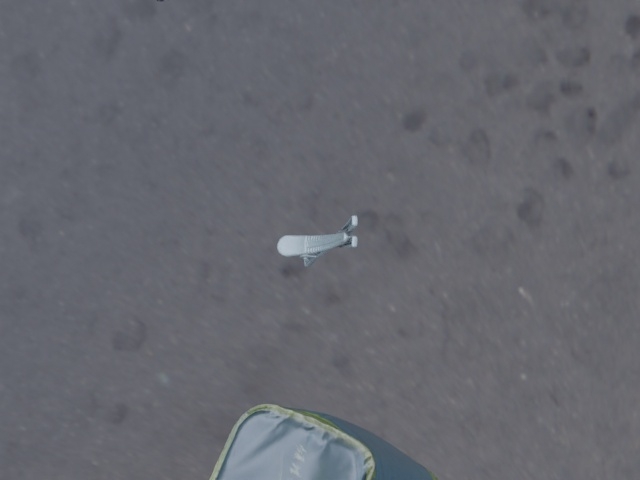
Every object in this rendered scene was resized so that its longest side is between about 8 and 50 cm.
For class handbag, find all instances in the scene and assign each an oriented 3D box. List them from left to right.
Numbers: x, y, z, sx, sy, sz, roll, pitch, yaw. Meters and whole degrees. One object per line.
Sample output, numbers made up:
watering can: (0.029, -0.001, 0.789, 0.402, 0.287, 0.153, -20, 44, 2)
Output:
handbag: (-0.007, 0.330, 1.661, 0.222, 0.241, 0.263, 21, 81, 32)

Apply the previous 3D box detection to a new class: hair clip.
hair clip: (0.000, 0.001, 1.389, 0.039, 0.115, 0.030, -2, 80, -30)
